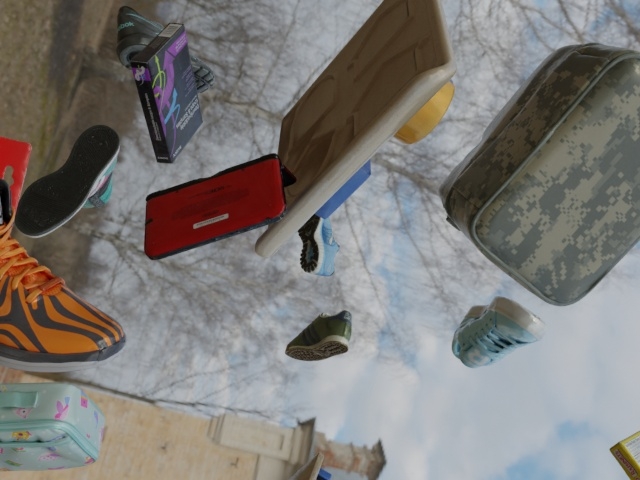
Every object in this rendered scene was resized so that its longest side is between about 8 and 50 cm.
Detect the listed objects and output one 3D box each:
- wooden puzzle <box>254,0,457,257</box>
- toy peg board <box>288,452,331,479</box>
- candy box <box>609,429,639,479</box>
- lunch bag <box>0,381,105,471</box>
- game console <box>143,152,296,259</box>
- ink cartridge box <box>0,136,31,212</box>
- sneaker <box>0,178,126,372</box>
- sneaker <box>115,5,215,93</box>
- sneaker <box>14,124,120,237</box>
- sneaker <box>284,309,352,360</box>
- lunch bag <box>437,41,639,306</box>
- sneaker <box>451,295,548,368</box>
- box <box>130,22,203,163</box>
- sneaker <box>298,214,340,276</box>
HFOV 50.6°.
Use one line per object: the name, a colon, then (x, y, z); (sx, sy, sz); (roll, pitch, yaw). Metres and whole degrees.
wooden puzzle: (0.053, -0.164, 0.853); (0.322, 0.080, 0.347); (-43, -156, 34)
toy peg board: (-0.030, 0.569, 1.451); (0.161, 0.079, 0.160); (-53, -174, 41)
candy box: (0.486, 0.298, 0.926); (0.105, 0.206, 0.027); (58, -45, 29)
lunch bag: (-0.539, 0.327, 1.183); (0.224, 0.279, 0.107); (87, 0, -57)
game console: (-0.095, -0.026, 0.691); (0.085, 0.144, 0.124); (63, 12, -48)
ink cartridge box: (-0.537, -0.110, 0.942); (0.078, 0.231, 0.134); (176, -74, -67)
sneaker: (-0.372, 0.032, 0.798); (0.124, 0.321, 0.180); (-44, 149, -69)
sneaker: (-0.295, -0.363, 1.313); (0.101, 0.267, 0.106); (-25, -107, 17)
sneaker: (-0.545, -0.102, 1.470); (0.295, 0.124, 0.178); (-58, -177, -29)
sneaker: (0.003, 0.190, 1.375); (0.192, 0.064, 0.086); (-24, -138, 51)
lunch bag: (0.307, -0.104, 0.895); (0.305, 0.213, 0.256); (-51, -160, 10)
sneaker: (0.386, 0.225, 1.507); (0.150, 0.135, 0.366); (-57, 175, -11)
box: (-0.212, -0.206, 0.957); (0.116, 0.029, 0.162); (-67, 162, -44)
sneaker: (0.000, 0.000, 1.305); (0.063, 0.073, 0.162); (-22, -127, 37)
